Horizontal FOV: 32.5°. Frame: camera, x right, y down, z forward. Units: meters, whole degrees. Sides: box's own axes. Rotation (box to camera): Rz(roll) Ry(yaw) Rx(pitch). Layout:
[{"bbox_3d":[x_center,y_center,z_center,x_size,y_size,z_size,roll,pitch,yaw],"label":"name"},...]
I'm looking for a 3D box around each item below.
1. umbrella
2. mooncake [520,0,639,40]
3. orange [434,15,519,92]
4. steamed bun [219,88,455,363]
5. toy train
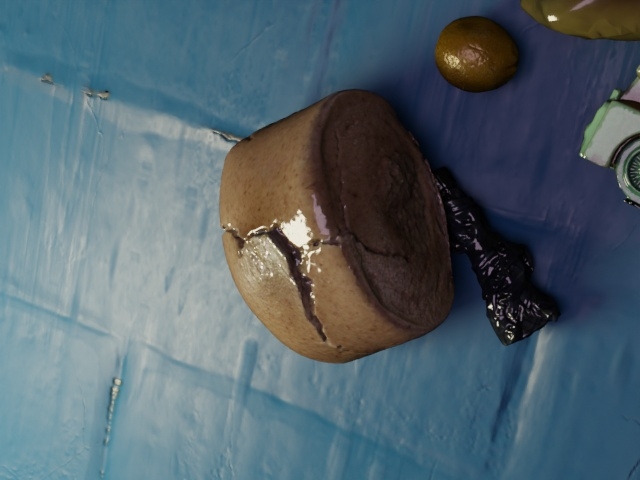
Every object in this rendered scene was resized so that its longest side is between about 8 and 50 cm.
[{"bbox_3d":[0.191,0.011,1.268,0.080,0.071,0.224,-31,80,-5],"label":"umbrella"},{"bbox_3d":[0.301,-0.386,1.033,0.393,0.246,0.394,42,114,2],"label":"mooncake"},{"bbox_3d":[0.175,-0.206,1.221,0.095,0.085,0.085,20,108,15],"label":"orange"},{"bbox_3d":[0.000,0.000,1.259,0.251,0.199,0.301,-20,91,38],"label":"steamed bun"},{"bbox_3d":[0.430,-0.067,1.111,0.326,0.129,0.159,30,105,17],"label":"toy train"}]
